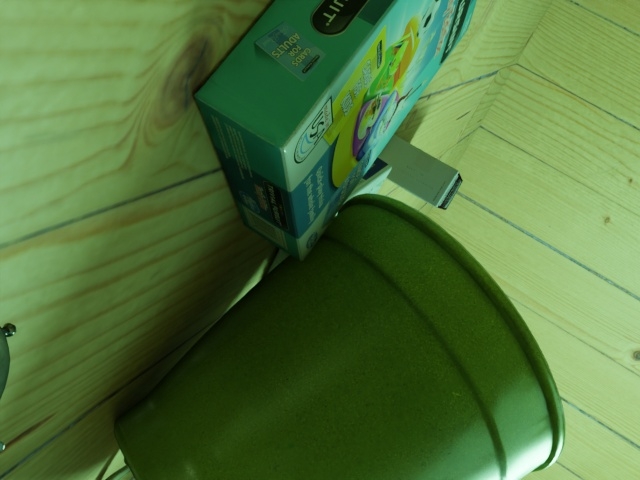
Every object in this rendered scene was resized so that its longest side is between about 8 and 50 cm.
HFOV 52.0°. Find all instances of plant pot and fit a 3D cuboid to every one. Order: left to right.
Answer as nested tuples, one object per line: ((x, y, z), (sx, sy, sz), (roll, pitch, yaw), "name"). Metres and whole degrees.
((-0.007, 0.192, 0.699), (0.353, 0.366, 0.366), (-32, 160, -20), "plant pot")

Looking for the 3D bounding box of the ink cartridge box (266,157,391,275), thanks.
((0.000, 0.000, 0.942), (0.223, 0.045, 0.224), (-38, 159, -56), "ink cartridge box")

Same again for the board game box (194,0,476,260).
((0.042, -0.168, 0.590), (0.336, 0.079, 0.254), (-54, 168, -14), "board game box")

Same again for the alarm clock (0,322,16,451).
((-0.202, 0.072, 0.265), (0.129, 0.064, 0.192), (-56, 165, -8), "alarm clock")

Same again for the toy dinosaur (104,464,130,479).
((-0.275, 0.363, 0.732), (0.268, 0.064, 0.118), (-63, -178, 16), "toy dinosaur")

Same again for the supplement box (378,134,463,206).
((0.179, -0.117, 1.168), (0.073, 0.130, 0.239), (-60, 169, 8), "supplement box")
